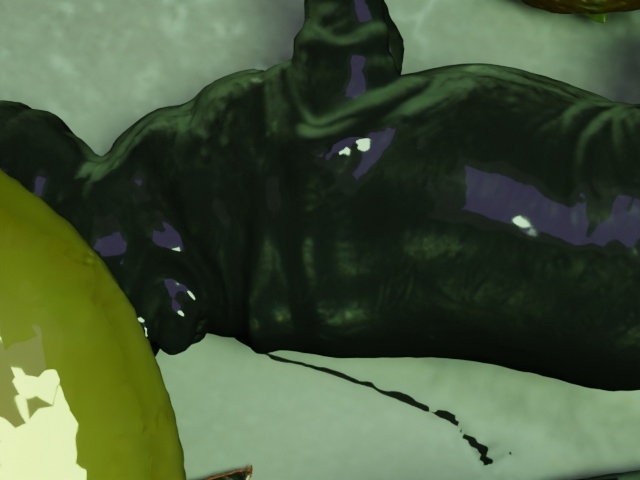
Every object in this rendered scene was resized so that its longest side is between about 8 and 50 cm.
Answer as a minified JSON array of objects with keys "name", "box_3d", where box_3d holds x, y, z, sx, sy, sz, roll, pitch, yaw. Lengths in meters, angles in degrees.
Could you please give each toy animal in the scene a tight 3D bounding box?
[{"name":"toy animal","box_3d":[-0.007,-0.016,0.540,0.343,0.106,0.168,-8,82,8]}]

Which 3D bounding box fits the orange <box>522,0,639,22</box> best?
[{"name":"orange","box_3d":[0.152,-0.182,0.542,0.237,0.158,0.179,-2,73,4]}]

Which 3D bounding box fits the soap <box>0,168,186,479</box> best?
[{"name":"soap","box_3d":[-0.202,0.161,0.473,0.306,0.115,0.427,14,94,13]}]

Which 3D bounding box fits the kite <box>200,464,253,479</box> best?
[{"name":"kite","box_3d":[-0.087,0.159,0.544,0.159,0.010,0.190,26,80,9]}]

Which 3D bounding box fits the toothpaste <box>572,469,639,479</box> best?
[{"name":"toothpaste","box_3d":[0.104,0.107,0.531,0.233,0.038,0.060,-14,75,4]}]
